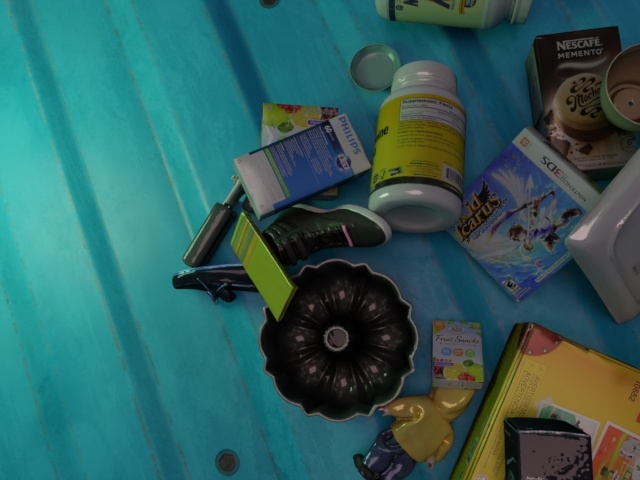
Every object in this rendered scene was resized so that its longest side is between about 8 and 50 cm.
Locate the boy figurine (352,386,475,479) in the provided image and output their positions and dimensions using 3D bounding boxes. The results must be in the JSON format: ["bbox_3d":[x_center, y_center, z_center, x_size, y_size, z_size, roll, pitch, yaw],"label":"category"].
[{"bbox_3d":[0.192,0.380,1.153,0.177,0.092,0.285,43,88,-10],"label":"boy figurine"}]

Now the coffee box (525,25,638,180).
[{"bbox_3d":[0.541,-0.277,1.188,0.168,0.119,0.296,-5,80,9],"label":"coffee box"}]

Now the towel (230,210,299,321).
[{"bbox_3d":[-0.122,0.050,1.181,0.237,0.021,0.102,53,134,35],"label":"towel"}]

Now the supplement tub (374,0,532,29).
[{"bbox_3d":[0.295,-0.586,1.221,0.325,0.235,0.235,10,83,12],"label":"supplement tub"}]

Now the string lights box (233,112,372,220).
[{"bbox_3d":[-0.039,-0.156,1.203,0.260,0.077,0.133,-24,87,-11],"label":"string lights box"}]

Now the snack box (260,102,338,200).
[{"bbox_3d":[-0.049,-0.199,1.283,0.175,0.070,0.206,1,83,-8],"label":"snack box"}]

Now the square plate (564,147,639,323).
[{"bbox_3d":[0.629,-0.036,1.046,0.344,0.347,0.049,-51,38,-1],"label":"square plate"}]

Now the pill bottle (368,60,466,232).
[{"bbox_3d":[0.207,-0.198,1.187,0.188,0.188,0.333,4,68,11],"label":"pill bottle"}]

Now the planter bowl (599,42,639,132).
[{"bbox_3d":[0.600,-0.271,1.063,0.162,0.109,0.161,-1,80,7],"label":"planter bowl"}]

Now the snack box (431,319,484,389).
[{"bbox_3d":[0.279,0.232,1.161,0.100,0.037,0.141,3,47,9],"label":"snack box"}]

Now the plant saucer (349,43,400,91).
[{"bbox_3d":[0.129,-0.403,1.331,0.120,0.021,0.119,-2,80,10],"label":"plant saucer"}]

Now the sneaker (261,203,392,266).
[{"bbox_3d":[0.000,0.000,1.178,0.296,0.104,0.147,8,42,40],"label":"sneaker"}]

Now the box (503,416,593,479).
[{"bbox_3d":[0.358,0.397,0.898,0.108,0.153,0.206,0,81,10],"label":"box"}]

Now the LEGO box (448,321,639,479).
[{"bbox_3d":[0.458,0.450,1.049,0.373,0.193,0.499,24,86,13],"label":"LEGO box"}]

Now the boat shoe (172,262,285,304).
[{"bbox_3d":[-0.209,0.098,1.269,0.259,0.109,0.088,-6,84,11],"label":"boat shoe"}]

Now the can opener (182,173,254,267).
[{"bbox_3d":[-0.214,-0.051,1.308,0.093,0.074,0.280,35,88,14],"label":"can opener"}]

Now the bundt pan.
[{"bbox_3d":[0.044,0.206,1.198,0.331,0.124,0.330,-2,81,11],"label":"bundt pan"}]

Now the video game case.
[{"bbox_3d":[0.411,-0.049,1.141,0.244,0.061,0.269,48,122,14],"label":"video game case"}]
